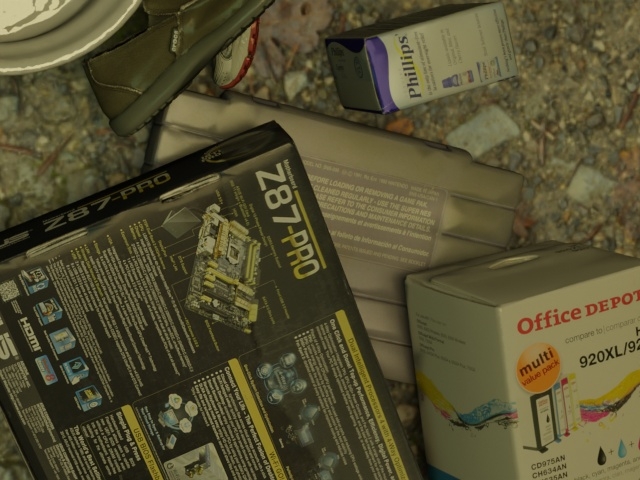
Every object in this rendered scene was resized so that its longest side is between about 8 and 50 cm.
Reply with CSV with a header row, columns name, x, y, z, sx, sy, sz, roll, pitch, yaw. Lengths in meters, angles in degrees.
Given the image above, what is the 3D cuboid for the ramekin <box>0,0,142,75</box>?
name,x,y,z,sx,sy,sz,roll,pitch,yaw
ramekin,-0.275,-0.277,1.371,0.277,0.135,0.277,-2,96,-16

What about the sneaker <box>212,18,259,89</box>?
name,x,y,z,sx,sy,sz,roll,pitch,yaw
sneaker,-0.106,-0.246,1.458,0.093,0.088,0.225,-11,94,-2

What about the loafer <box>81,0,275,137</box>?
name,x,y,z,sx,sy,sz,roll,pitch,yaw
loafer,-0.107,-0.195,1.375,0.251,0.094,0.087,-43,96,12

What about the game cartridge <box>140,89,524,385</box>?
name,x,y,z,sx,sy,sz,roll,pitch,yaw
game cartridge,0.000,0.000,1.516,0.355,0.068,0.230,13,87,-16

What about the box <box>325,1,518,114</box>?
name,x,y,z,sx,sy,sz,roll,pitch,yaw
box,0.091,-0.168,1.490,0.137,0.126,0.072,-16,101,-13

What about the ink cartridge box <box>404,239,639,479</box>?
name,x,y,z,sx,sy,sz,roll,pitch,yaw
ink cartridge box,0.198,0.134,1.472,0.171,0.168,0.232,-14,103,-24

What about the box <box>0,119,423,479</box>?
name,x,y,z,sx,sy,sz,roll,pitch,yaw
box,-0.108,0.135,1.429,0.318,0.097,0.395,-23,110,-4
